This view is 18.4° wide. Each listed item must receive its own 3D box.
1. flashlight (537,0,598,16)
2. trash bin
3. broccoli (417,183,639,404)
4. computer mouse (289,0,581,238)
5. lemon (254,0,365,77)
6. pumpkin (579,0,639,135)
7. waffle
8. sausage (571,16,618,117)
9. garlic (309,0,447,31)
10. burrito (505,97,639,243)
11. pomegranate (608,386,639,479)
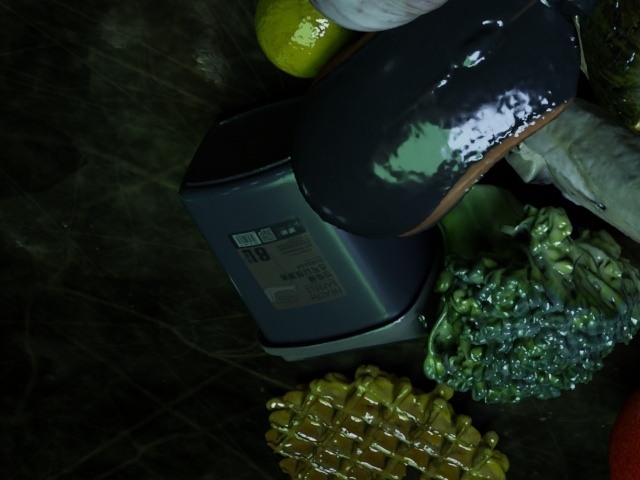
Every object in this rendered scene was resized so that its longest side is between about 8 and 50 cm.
[{"bbox_3d":[0.242,-0.299,1.646,0.093,0.232,0.093,28,177,2],"label":"flashlight"},{"bbox_3d":[0.000,0.000,2.075,0.209,0.182,0.290,-12,127,32],"label":"trash bin"},{"bbox_3d":[0.210,0.041,2.017,0.248,0.245,0.288,-10,167,-21],"label":"broccoli"},{"bbox_3d":[0.099,-0.127,1.833,0.183,0.116,0.323,48,114,4],"label":"computer mouse"},{"bbox_3d":[-0.010,-0.211,1.897,0.109,0.109,0.133,25,133,-11],"label":"lemon"},{"bbox_3d":[0.387,-0.199,1.736,0.320,0.192,0.320,9,140,8],"label":"pumpkin"},{"bbox_3d":[0.073,0.244,2.402,0.293,0.069,0.260,-11,130,29],"label":"waffle"},{"bbox_3d":[0.300,-0.150,1.910,0.066,0.066,0.301,-20,128,32],"label":"sausage"},{"bbox_3d":[0.117,-0.280,1.706,0.253,0.245,0.245,20,140,-27],"label":"garlic"},{"bbox_3d":[0.296,-0.052,1.881,0.348,0.107,0.175,31,-173,36],"label":"burrito"},{"bbox_3d":[0.449,0.245,2.194,0.257,0.221,0.221,-10,133,14],"label":"pomegranate"}]
